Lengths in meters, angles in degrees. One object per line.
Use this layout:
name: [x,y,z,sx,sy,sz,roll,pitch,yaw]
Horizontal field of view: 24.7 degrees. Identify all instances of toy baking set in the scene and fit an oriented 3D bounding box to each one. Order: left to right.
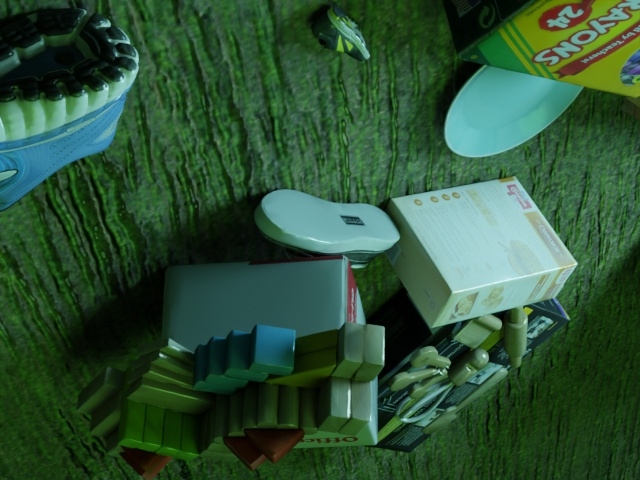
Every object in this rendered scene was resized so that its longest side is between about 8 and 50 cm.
toy baking set: [0.177,0.159,1.858,0.197,0.030,0.256,-26,149,-4]

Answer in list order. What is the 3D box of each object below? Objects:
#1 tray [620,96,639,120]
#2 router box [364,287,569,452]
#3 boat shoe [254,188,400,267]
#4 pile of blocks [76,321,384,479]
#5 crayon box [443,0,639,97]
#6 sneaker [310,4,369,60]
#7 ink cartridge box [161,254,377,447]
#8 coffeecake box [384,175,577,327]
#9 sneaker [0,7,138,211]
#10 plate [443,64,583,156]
tray: [0.538,-0.210,1.708,0.411,0.076,0.203,2,120,-44]
router box: [0.146,0.150,1.922,0.309,0.081,0.243,-42,148,18]
boat shoe: [0.000,0.000,1.568,0.219,0.078,0.070,8,131,-51]
pile of blocks: [-0.100,0.170,1.452,0.362,0.112,0.149,-19,144,31]
crayon box: [0.302,-0.230,1.414,0.318,0.081,0.202,5,153,-39]
sneaker: [0.018,-0.189,1.357,0.035,0.031,0.083,-25,148,16]
ink cartridge box: [-0.048,0.132,1.613,0.197,0.114,0.273,-4,151,8]
coffeecake box: [0.177,0.010,1.681,0.185,0.142,0.068,-11,145,-32]
sneaker: [-0.297,-0.065,1.146,0.330,0.130,0.147,-18,145,-23]
plate: [0.209,-0.163,1.574,0.188,0.024,0.188,-23,150,-14]
